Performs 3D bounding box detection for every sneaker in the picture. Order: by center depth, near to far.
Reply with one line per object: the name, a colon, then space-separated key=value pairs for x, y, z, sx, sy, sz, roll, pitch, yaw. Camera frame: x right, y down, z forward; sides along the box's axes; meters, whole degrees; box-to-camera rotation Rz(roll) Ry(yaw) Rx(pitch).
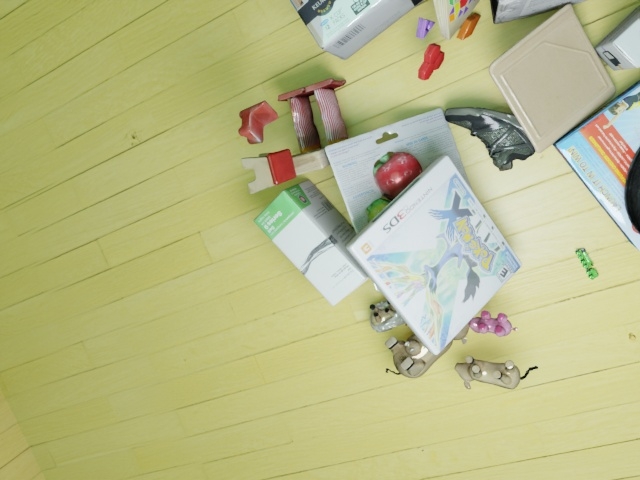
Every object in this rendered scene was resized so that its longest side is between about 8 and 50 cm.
sneaker: x=0.392 y=-0.237 z=1.264 sx=0.228 sy=0.087 sz=0.130 roll=16 pitch=101 yaw=7

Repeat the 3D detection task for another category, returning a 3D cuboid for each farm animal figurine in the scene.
farm animal figurine: x=0.313 y=0.249 z=1.338 sx=0.327 sy=0.172 sz=0.330 roll=-29 pitch=55 yaw=14

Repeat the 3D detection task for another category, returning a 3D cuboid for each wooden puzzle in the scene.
wooden puzzle: x=0.501 y=-0.345 z=1.176 sx=0.221 sy=0.044 sz=0.238 roll=-38 pitch=109 yaw=0

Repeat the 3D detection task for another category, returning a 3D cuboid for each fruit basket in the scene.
fruit basket: x=0.208 y=-0.100 z=1.280 sx=0.327 sy=0.165 sz=0.353 roll=-23 pitch=88 yaw=-18

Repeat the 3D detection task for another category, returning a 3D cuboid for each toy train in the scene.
toy train: x=0.638 y=0.055 z=1.299 sx=0.024 sy=0.017 sz=0.083 roll=-29 pitch=94 yaw=11

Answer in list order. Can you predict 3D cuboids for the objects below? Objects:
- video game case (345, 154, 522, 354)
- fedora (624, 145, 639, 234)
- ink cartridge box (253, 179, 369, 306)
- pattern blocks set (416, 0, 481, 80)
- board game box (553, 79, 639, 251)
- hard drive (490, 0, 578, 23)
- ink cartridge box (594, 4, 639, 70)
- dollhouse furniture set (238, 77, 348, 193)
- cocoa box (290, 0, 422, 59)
video game case: x=0.258 y=0.034 z=1.185 sx=0.300 sy=0.036 sz=0.329 roll=-43 pitch=108 yaw=-12
fedora: x=0.734 y=-0.121 z=1.012 sx=0.334 sy=0.152 sz=0.334 roll=-1 pitch=88 yaw=38
ink cartridge box: x=0.000 y=0.000 z=1.369 sx=0.121 sy=0.211 sz=0.289 roll=-43 pitch=88 yaw=20
pattern blocks set: x=0.299 y=-0.523 z=1.131 sx=0.026 sy=0.285 sz=0.325 roll=35 pitch=76 yaw=23
board game box: x=0.731 y=-0.186 z=1.177 sx=0.302 sy=0.086 sz=0.308 roll=-38 pitch=90 yaw=21
hard drive: x=0.455 y=-0.497 z=1.050 sx=0.237 sy=0.339 sz=0.064 roll=-10 pitch=100 yaw=17
ink cartridge box: x=0.647 y=-0.418 z=1.100 sx=0.072 sy=0.175 sz=0.127 roll=44 pitch=111 yaw=0
dollhouse furniture set: x=-0.042 y=-0.250 z=1.240 sx=0.152 sy=0.374 sz=0.201 roll=-11 pitch=101 yaw=23
cocoa box: x=0.105 y=-0.602 z=1.184 sx=0.347 sy=0.231 sz=0.228 roll=-32 pitch=91 yaw=21
